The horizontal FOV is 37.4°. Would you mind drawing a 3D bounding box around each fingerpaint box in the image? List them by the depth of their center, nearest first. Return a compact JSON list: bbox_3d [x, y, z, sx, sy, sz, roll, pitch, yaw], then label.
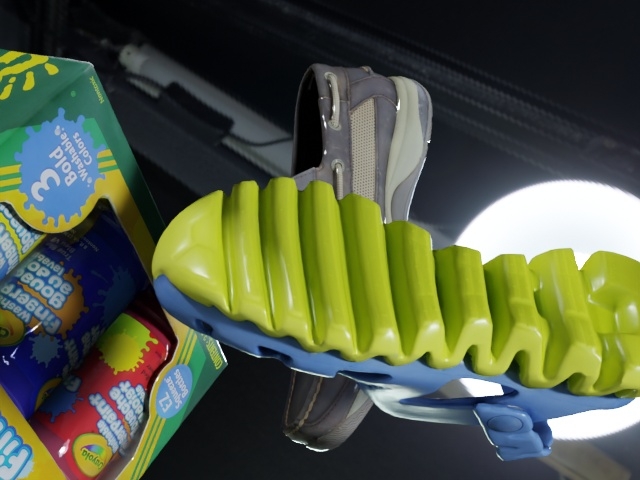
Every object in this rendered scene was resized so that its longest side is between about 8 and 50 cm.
[{"bbox_3d":[-0.312,0.098,0.948,0.163,0.371,0.444,14,-41,31],"label":"fingerpaint box"}]

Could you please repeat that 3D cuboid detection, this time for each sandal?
[{"bbox_3d":[0.052,0.061,0.569,0.317,0.126,0.138,16,-45,-5],"label":"sandal"}]

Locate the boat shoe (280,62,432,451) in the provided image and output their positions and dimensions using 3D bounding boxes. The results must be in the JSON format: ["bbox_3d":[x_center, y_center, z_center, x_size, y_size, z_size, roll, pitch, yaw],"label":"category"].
[{"bbox_3d":[0.000,0.000,0.794,0.130,0.355,0.132,19,-33,-13],"label":"boat shoe"}]
